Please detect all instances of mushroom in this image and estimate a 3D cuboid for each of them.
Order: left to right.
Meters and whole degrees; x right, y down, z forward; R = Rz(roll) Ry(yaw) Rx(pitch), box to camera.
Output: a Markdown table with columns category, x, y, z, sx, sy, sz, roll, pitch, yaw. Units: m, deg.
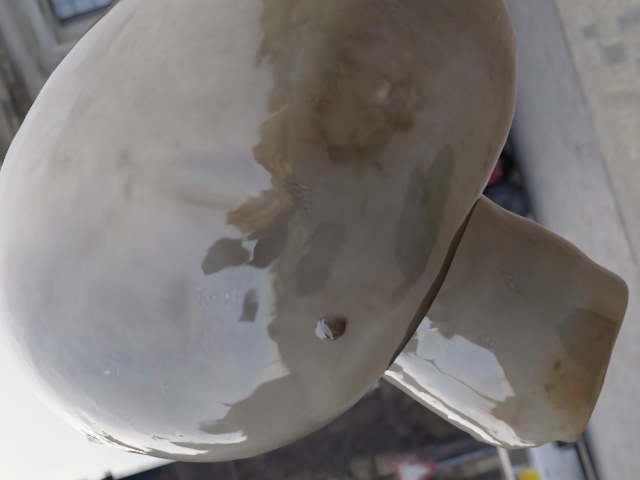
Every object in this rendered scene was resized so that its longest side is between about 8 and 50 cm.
| category | x | y | z | sx | sy | sz | roll | pitch | yaw |
| --- | --- | --- | --- | --- | --- | --- | --- | --- | --- |
| mushroom | 0.000 | 0.000 | 0.795 | 0.290 | 0.292 | 0.292 | 39 | -160 | -27 |
